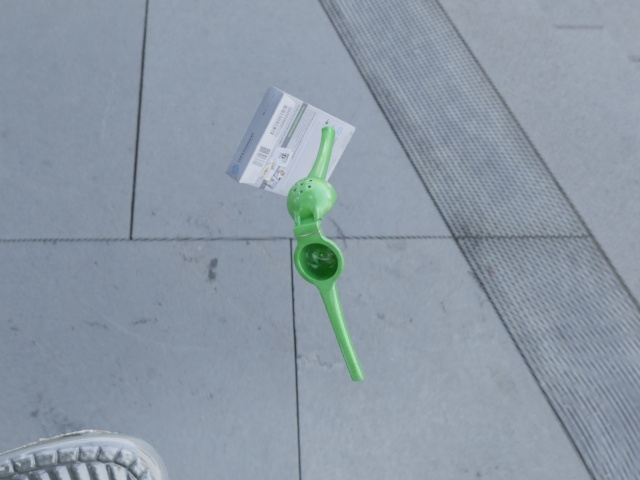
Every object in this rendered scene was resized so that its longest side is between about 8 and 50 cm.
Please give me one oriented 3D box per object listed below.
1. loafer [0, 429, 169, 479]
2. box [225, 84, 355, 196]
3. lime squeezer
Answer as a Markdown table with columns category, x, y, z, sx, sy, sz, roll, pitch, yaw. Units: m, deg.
| category | x | y | z | sx | sy | sz | roll | pitch | yaw |
| --- | --- | --- | --- | --- | --- | --- | --- | --- | --- |
| loafer | -0.220 | 0.178 | 0.457 | 0.251 | 0.087 | 0.094 | -18 | 100 | -6 |
| box | -0.041 | -0.139 | 1.099 | 0.038 | 0.186 | 0.145 | 37 | 104 | 35 |
| lime squeezer | 0.000 | 0.000 | 0.806 | 0.059 | 0.110 | 0.310 | -9 | 73 | 6 |
